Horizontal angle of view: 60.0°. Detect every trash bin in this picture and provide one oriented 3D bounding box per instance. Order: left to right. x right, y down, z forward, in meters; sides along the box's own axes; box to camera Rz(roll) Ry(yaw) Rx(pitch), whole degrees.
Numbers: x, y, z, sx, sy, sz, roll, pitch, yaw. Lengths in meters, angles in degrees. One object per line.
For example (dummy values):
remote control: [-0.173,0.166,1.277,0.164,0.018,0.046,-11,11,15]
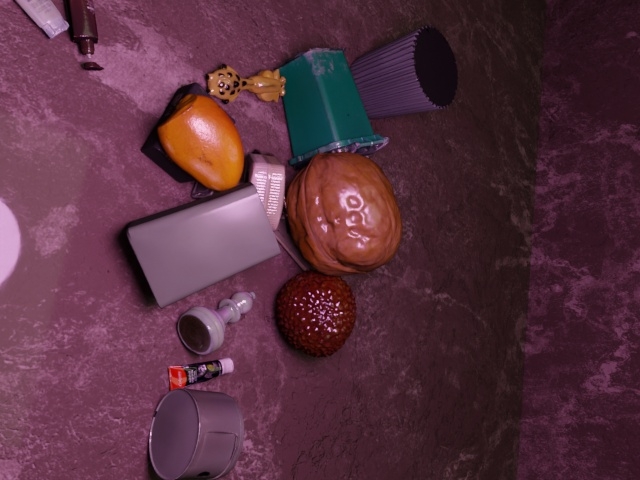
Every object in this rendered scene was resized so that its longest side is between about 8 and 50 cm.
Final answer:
trash bin: [-0.373,-0.296,1.560,0.165,0.115,0.226,44,62,-36]
trash bin: [-0.299,0.004,1.455,0.343,0.158,0.223,-21,105,-7]
trash bin: [0.025,-0.433,1.855,0.259,0.295,0.381,-21,96,-45]

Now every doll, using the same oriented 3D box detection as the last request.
doll: [-0.229,-0.486,1.727,0.291,0.086,0.117,-14,117,-41]

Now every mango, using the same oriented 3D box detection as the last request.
mango: [-0.293,-0.247,1.471,0.187,0.138,0.257,-51,120,-14]

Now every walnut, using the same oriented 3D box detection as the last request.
walnut: [0.071,-0.081,1.696,0.308,0.354,0.398,-37,111,-53]

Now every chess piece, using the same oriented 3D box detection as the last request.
chess piece: [-0.277,0.212,1.624,0.271,0.139,0.139,-35,112,-52]

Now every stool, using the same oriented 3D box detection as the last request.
stool: [0.303,-0.612,2.105,0.297,0.330,0.297,5,83,-45]

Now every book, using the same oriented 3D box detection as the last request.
book: [-0.032,-0.052,1.916,0.215,0.025,0.283,48,55,-14]

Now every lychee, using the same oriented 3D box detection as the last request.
lychee: [-0.009,0.231,1.786,0.275,0.304,0.276,-7,117,-14]

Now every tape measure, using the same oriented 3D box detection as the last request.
tape measure: [-0.170,-0.137,1.676,0.132,0.271,0.232,4,107,-15]

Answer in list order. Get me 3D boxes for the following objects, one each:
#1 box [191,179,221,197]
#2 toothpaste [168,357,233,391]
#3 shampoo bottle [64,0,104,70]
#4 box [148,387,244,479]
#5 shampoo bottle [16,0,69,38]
box: [-0.315,-0.170,1.625,0.062,0.089,0.122,36,63,-50]
toothpaste: [-0.344,0.380,1.592,0.193,0.045,0.071,-3,90,-40]
shampoo bottle: [-0.591,-0.546,1.383,0.068,0.067,0.237,-10,95,-35]
box: [-0.327,0.511,1.465,0.149,0.226,0.226,22,72,-42]
shampoo bottle: [-0.687,-0.577,1.298,0.212,0.049,0.072,56,48,-26]
